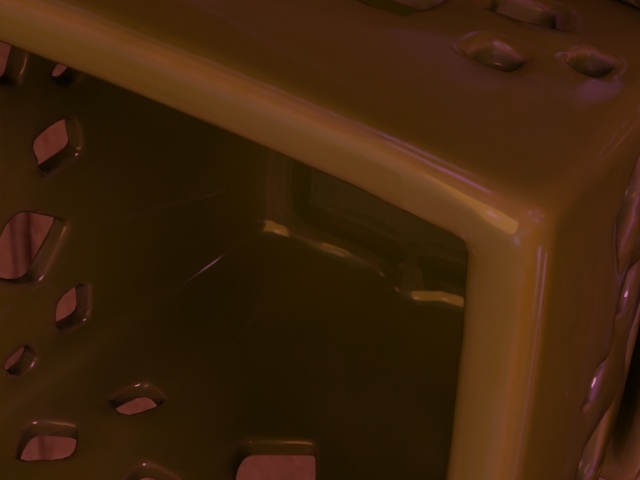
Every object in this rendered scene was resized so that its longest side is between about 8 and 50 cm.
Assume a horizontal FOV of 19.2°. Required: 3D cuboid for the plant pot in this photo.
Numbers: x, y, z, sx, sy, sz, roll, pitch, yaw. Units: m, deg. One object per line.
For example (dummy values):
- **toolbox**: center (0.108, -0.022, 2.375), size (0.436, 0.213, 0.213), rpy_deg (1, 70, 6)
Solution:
- **plant pot**: center (0.000, 0.000, 0.580), size (0.228, 0.207, 0.227), rpy_deg (24, 128, 24)
